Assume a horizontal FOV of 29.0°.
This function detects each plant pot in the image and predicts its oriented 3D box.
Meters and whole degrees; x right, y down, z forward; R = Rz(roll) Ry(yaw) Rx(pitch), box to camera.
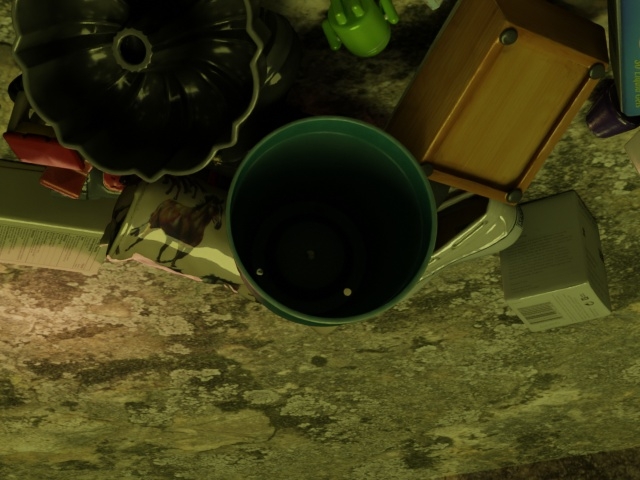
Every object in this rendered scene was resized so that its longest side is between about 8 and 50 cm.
[{"bbox_3d":[0.000,0.000,1.684,0.271,0.272,0.255,1,166,-7],"label":"plant pot"}]

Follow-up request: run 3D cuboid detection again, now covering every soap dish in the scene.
[{"bbox_3d":[0.237,-0.191,1.682,0.229,0.118,0.291,15,119,-31],"label":"soap dish"}]

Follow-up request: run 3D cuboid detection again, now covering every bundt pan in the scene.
[{"bbox_3d":[-0.204,-0.246,1.515,0.330,0.124,0.331,7,112,17],"label":"bundt pan"}]

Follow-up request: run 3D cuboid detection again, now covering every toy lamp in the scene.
[{"bbox_3d":[0.494,-0.232,1.783,0.080,0.080,0.274,15,148,-29],"label":"toy lamp"}]

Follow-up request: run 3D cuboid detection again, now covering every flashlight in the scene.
[{"bbox_3d":[-0.268,-0.104,1.947,0.304,0.103,0.103,6,178,-8],"label":"flashlight"}]

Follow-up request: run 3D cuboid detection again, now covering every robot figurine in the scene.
[{"bbox_3d":[0.052,-0.289,1.649,0.101,0.067,0.115,-25,147,15],"label":"robot figurine"}]

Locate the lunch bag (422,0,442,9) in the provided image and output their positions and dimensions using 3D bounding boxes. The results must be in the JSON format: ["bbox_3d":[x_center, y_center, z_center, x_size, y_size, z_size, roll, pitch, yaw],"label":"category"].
[{"bbox_3d":[0.127,-0.339,1.544,0.053,0.083,0.071,-16,150,23],"label":"lunch bag"}]

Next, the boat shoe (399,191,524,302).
[{"bbox_3d":[0.160,0.004,2.140,0.367,0.136,0.156,-23,146,28],"label":"boat shoe"}]

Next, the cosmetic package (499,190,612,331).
[{"bbox_3d":[0.409,0.039,2.172,0.151,0.184,0.151,-15,150,23],"label":"cosmetic package"}]

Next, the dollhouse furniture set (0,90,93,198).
[{"bbox_3d":[-0.491,-0.106,1.749,0.374,0.152,0.201,10,155,16],"label":"dollhouse furniture set"}]

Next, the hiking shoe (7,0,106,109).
[{"bbox_3d":[-0.357,-0.261,1.674,0.227,0.086,0.114,-25,129,29],"label":"hiking shoe"}]

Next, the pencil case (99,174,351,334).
[{"bbox_3d":[-0.123,0.015,1.886,0.410,0.160,0.183,21,162,-20],"label":"pencil case"}]

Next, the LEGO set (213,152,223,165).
[{"bbox_3d":[-0.179,-0.119,1.731,0.083,0.023,0.054,10,158,6],"label":"LEGO set"}]

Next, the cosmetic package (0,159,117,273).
[{"bbox_3d":[-0.498,-0.042,2.019,0.309,0.113,0.160,8,151,-20],"label":"cosmetic package"}]

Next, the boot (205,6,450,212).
[{"bbox_3d":[0.012,-0.144,1.794,0.445,0.146,0.367,25,155,-27],"label":"boot"}]

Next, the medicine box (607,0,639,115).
[{"bbox_3d":[0.503,-0.310,1.519,0.289,0.149,0.263,-7,142,10],"label":"medicine box"}]

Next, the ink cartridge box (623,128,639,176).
[{"bbox_3d":[0.594,-0.165,1.814,0.237,0.100,0.172,-15,159,-26],"label":"ink cartridge box"}]
